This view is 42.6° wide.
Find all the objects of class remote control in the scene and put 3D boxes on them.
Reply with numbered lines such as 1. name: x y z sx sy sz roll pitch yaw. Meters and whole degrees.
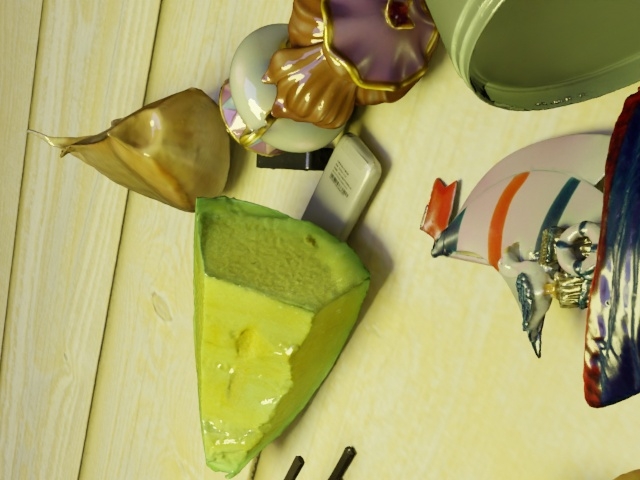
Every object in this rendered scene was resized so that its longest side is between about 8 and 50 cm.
1. remote control: 0.000 0.000 0.904 0.067 0.029 0.261 54 134 33

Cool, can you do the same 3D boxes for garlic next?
1. garlic: -0.236 -0.132 1.074 0.338 0.196 0.151 12 86 54

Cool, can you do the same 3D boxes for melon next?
1. melon: -0.078 0.118 0.899 0.196 0.124 0.323 24 129 9

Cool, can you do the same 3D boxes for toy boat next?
1. toy boat: 0.190 -0.023 0.633 0.219 0.072 0.318 -68 27 20

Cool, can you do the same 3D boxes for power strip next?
1. power strip: -0.031 -0.094 0.927 0.111 0.038 0.029 9 98 52

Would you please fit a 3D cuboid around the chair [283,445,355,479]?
1. chair: -0.020 0.329 0.904 0.212 0.084 0.101 -59 44 36

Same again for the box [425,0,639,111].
1. box: 0.166 -0.202 0.505 0.226 0.226 0.149 -41 61 46

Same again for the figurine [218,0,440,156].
1. figurine: 0.007 -0.170 0.780 0.263 0.142 0.189 -24 31 52

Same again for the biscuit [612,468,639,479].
1. biscuit: 0.203 0.266 0.493 0.355 0.275 0.052 4 138 45
